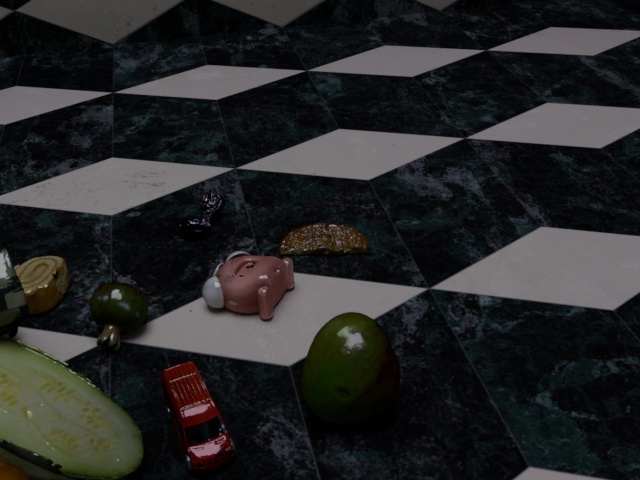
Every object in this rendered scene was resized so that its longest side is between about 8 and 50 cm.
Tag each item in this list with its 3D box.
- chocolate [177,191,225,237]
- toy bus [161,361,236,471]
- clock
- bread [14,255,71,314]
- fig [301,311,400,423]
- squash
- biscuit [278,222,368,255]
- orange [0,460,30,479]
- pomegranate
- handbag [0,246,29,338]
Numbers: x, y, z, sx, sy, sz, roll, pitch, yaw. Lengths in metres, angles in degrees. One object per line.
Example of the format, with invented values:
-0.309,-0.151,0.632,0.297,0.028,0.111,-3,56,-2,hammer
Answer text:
-0.285,-0.053,1.935,0.072,0.070,0.147,18,47,12,chocolate
-0.208,0.296,1.345,0.081,0.089,0.195,-16,35,-19,toy bus
-0.154,0.081,1.677,0.162,0.093,0.166,8,35,21,clock
-0.608,0.090,1.707,0.122,0.073,0.149,-1,32,7,bread
0.051,0.224,1.373,0.191,0.181,0.181,-40,44,-14,fig
-0.436,0.284,1.263,0.308,0.210,0.233,1,11,18,squash
0.007,-0.006,1.858,0.206,0.025,0.126,-1,32,1,biscuit
-0.491,0.419,1.091,0.248,0.183,0.249,-22,-7,-3,orange
-0.405,0.150,1.584,0.114,0.115,0.142,5,59,11,pomegranate
-0.697,0.145,1.419,0.325,0.327,0.163,-17,78,-25,handbag
